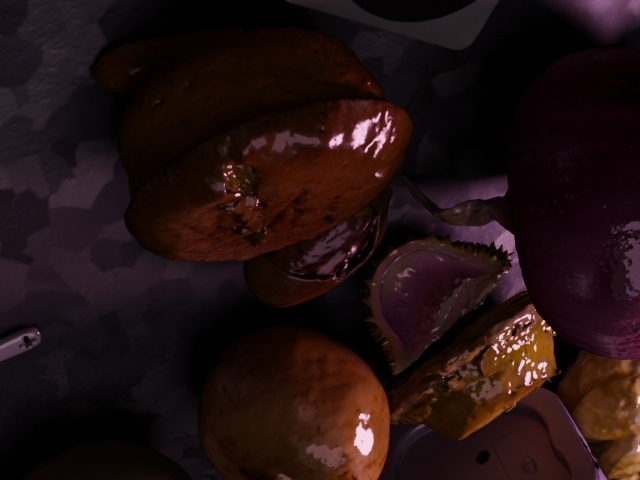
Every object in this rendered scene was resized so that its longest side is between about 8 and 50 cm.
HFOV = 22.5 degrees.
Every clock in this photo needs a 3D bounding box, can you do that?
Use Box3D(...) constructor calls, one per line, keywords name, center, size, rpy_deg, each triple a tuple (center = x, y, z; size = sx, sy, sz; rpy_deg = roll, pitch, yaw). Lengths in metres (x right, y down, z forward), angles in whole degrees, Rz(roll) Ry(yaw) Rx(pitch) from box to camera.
Box3D(name="clock", center=(0.215, 0.345, 2.134), size=(0.338, 0.338, 0.102), rpy_deg=(-31, 134, -1))

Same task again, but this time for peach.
Box3D(name="peach", center=(-0.268, 0.386, 1.963), size=(0.292, 0.247, 0.292), rpy_deg=(9, 125, 14))

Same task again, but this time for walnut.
Box3D(name="walnut", center=(0.000, 0.000, 1.868), size=(0.207, 0.116, 0.116), rpy_deg=(-34, 137, 2))

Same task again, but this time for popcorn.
Box3D(name="popcorn", center=(0.473, 0.237, 2.276), size=(0.286, 0.215, 0.252), rpy_deg=(9, 146, -40))

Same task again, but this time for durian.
Box3D(name="durian", center=(0.138, 0.071, 1.993), size=(0.165, 0.132, 0.182), rpy_deg=(6, 114, -47))

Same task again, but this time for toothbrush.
Box3D(name="toothbrush", center=(-0.492, 0.189, 1.813), size=(0.386, 0.040, 0.040), rpy_deg=(-24, 136, -8))

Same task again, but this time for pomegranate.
Box3D(name="pomegranate", center=(-0.031, 0.221, 1.949), size=(0.248, 0.248, 0.248), rpy_deg=(-15, 134, -16))

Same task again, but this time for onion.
Box3D(name="onion", center=(0.318, -0.027, 1.851), size=(0.345, 0.358, 0.358), rpy_deg=(-35, 137, 15))

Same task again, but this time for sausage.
Box3D(name="sausage", center=(-0.145, -0.185, 1.658), size=(0.183, 0.054, 0.062), rpy_deg=(-10, 122, -17))

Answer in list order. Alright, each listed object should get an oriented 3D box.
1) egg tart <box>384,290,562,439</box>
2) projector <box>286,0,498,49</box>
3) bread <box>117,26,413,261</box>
Box3D(name="egg tart", center=(0.208, 0.170, 2.054), size=(0.294, 0.116, 0.295), rpy_deg=(-32, 171, -6))
Box3D(name="projector", center=(0.104, -0.339, 1.639), size=(0.259, 0.079, 0.257), rpy_deg=(10, 122, -36))
Box3D(name="bread", center=(-0.065, -0.094, 1.651), size=(0.312, 0.172, 0.312), rpy_deg=(-19, 162, -7))
